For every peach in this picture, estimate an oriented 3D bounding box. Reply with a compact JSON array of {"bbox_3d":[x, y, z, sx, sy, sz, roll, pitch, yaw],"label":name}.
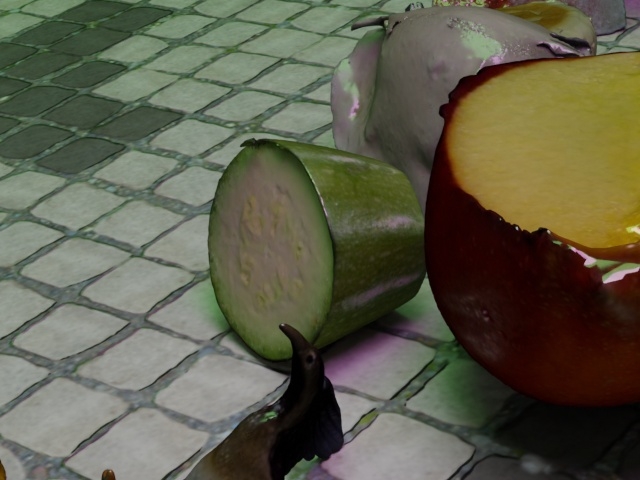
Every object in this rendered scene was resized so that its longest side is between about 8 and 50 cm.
[{"bbox_3d":[0.200,0.008,0.910,0.257,0.201,0.362,1,26,12],"label":"peach"}]

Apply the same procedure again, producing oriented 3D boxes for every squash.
[{"bbox_3d":[0.000,0.000,1.035,0.122,0.170,0.170,-11,27,-31],"label":"squash"}]

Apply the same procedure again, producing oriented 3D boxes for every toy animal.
[{"bbox_3d":[-0.043,0.143,0.763,0.160,0.197,0.272,-15,34,-7],"label":"toy animal"}]

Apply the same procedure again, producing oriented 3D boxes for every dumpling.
[{"bbox_3d":[0.133,-0.102,1.177,0.293,0.205,0.163,15,21,40],"label":"dumpling"}]

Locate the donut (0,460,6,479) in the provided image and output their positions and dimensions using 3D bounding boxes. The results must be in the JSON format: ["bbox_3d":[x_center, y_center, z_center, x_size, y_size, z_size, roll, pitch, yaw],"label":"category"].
[{"bbox_3d":[-0.268,0.163,0.925,0.097,0.043,0.108,2,35,19],"label":"donut"}]

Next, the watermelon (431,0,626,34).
[{"bbox_3d":[0.220,-0.276,1.516,0.241,0.154,0.094,-26,31,-5],"label":"watermelon"}]

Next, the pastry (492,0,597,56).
[{"bbox_3d":[0.206,-0.191,1.391,0.165,0.088,0.166,-5,27,3],"label":"pastry"}]
